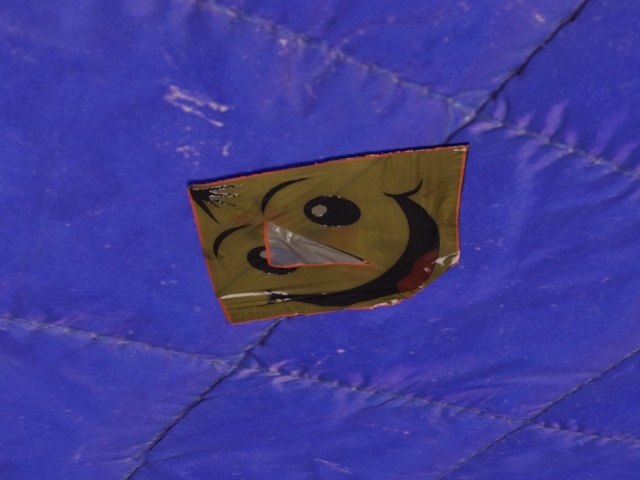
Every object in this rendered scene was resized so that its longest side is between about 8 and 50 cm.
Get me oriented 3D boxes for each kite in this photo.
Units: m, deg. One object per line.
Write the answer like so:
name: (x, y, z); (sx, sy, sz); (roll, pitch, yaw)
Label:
kite: (0.000, -0.002, 1.033); (0.327, 0.013, 0.377); (21, 136, -32)
